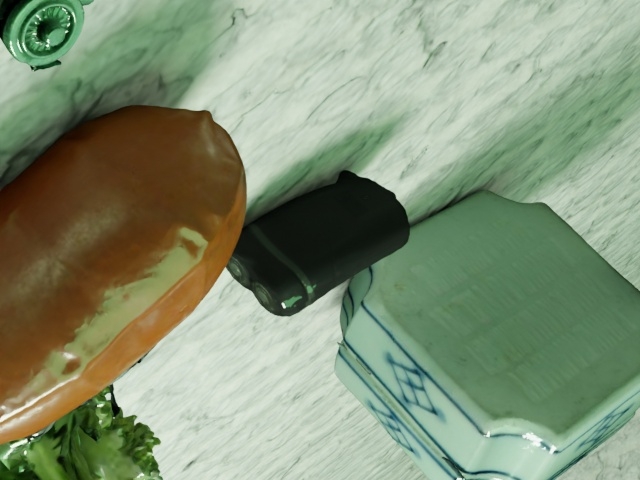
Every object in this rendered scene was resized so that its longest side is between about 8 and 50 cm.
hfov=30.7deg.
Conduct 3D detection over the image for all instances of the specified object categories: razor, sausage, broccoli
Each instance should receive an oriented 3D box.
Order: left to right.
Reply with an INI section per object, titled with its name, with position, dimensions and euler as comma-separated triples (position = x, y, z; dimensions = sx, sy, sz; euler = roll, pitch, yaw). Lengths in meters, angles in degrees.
[broccoli]
position = -0.214, 0.208, 0.854
dimensions = 0.176, 0.226, 0.198
euler = -21, 143, 22
[sausage]
position = -0.150, 0.025, 0.696
dimensions = 0.258, 0.133, 0.133
euler = -39, 159, -4
[razor]
position = 0.000, 0.000, 0.948
dimensions = 0.148, 0.090, 0.054
euler = -29, 144, -27

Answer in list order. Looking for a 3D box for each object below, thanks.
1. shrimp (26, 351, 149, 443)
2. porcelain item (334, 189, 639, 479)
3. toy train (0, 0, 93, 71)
[shrimp]
position = -0.143, 0.072, 0.789
dimensions = 0.174, 0.076, 0.082
euler = -53, -160, -25
[porcelain item]
position = 0.178, 0.109, 1.196
dimensions = 0.286, 0.281, 0.157
euler = -28, 154, -35
[toy train]
position = -0.159, -0.123, 0.476
dimensions = 0.170, 0.071, 0.111
euler = -18, 140, -43
